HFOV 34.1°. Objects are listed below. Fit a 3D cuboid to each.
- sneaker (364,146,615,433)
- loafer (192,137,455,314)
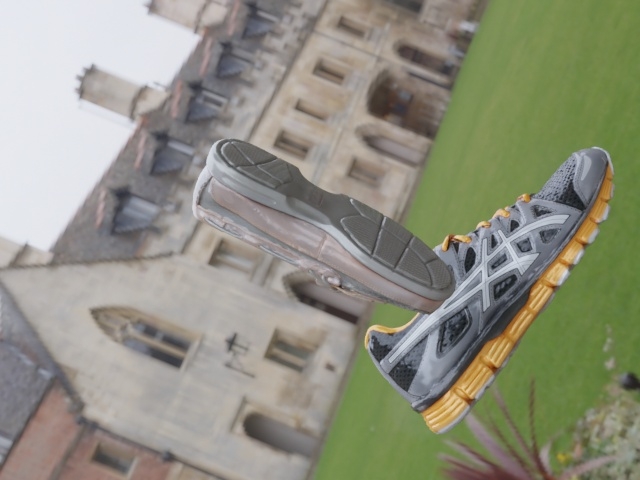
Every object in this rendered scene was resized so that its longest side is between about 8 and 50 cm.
[{"bbox_3d":[0.113,0.018,0.674,0.215,0.083,0.084,-51,-13,-11],"label":"sneaker"},{"bbox_3d":[0.000,0.000,0.473,0.039,0.125,0.045,-60,-2,30],"label":"loafer"}]
